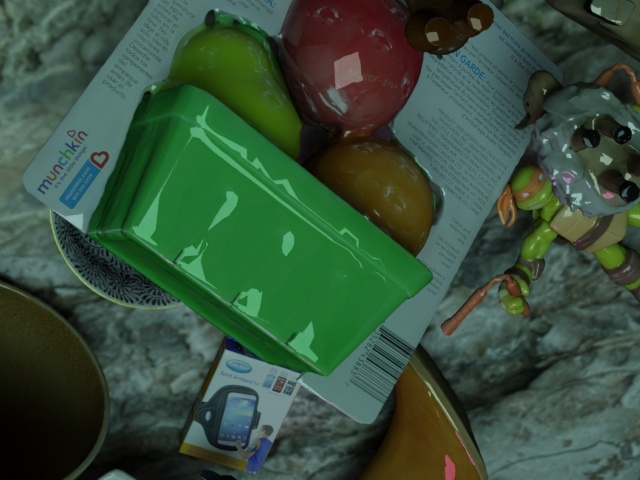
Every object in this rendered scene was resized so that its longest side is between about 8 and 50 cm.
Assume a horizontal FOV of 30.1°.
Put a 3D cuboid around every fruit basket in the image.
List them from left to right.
[{"bbox_3d":[-0.003,-0.089,0.916,0.327,0.165,0.353,37,67,-21],"label":"fruit basket"}]

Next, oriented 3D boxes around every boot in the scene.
[{"bbox_3d":[0.057,0.240,1.122,0.211,0.104,0.295,-25,119,5],"label":"boot"}]

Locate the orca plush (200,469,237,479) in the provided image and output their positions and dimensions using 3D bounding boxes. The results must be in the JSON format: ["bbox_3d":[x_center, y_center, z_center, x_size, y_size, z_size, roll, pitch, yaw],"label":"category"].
[{"bbox_3d":[-0.137,0.346,1.057,0.287,0.102,0.151,-42,128,9],"label":"orca plush"}]

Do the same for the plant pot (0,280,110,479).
[{"bbox_3d":[-0.332,0.195,1.011,0.237,0.237,0.254,21,126,-15],"label":"plant pot"}]

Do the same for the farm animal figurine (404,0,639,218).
[{"bbox_3d":[0.204,-0.231,0.880,0.327,0.172,0.330,42,92,-13],"label":"farm animal figurine"}]

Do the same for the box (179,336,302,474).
[{"bbox_3d":[-0.071,0.149,1.107,0.081,0.028,0.136,19,114,-14],"label":"box"}]

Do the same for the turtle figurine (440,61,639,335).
[{"bbox_3d":[0.231,-0.008,1.032,0.217,0.087,0.269,26,101,-25],"label":"turtle figurine"}]

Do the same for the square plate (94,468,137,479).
[{"bbox_3d":[-0.222,0.389,1.148,0.347,0.049,0.344,-38,129,6],"label":"square plate"}]

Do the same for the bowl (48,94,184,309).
[{"bbox_3d":[-0.142,-0.033,0.972,0.170,0.080,0.170,-2,97,-20],"label":"bowl"}]
